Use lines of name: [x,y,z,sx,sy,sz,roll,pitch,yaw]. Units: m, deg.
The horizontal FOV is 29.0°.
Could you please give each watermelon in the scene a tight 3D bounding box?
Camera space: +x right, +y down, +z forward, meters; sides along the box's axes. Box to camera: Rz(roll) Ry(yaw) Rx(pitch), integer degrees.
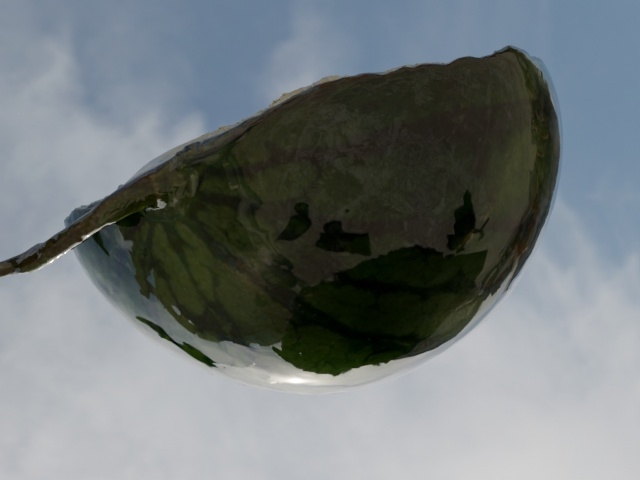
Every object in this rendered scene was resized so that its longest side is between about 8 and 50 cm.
watermelon: [0.005,-0.002,0.509,0.232,0.204,0.127,-30,-79,-66]
